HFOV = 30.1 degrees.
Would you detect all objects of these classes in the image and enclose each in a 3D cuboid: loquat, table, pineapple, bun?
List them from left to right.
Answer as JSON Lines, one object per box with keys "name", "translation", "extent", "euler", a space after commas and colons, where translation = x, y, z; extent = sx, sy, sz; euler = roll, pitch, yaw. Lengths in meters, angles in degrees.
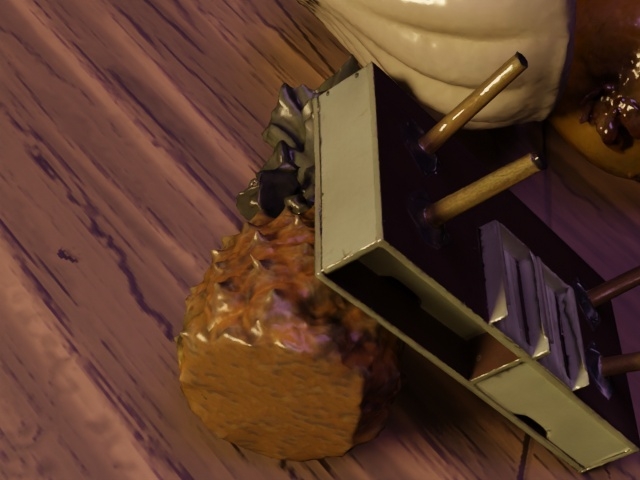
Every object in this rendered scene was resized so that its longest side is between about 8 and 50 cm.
{"name": "pineapple", "translation": [-0.001, -0.001, 0.679], "extent": [0.128, 0.128, 0.248], "euler": [15, 46, -2]}
{"name": "bun", "translation": [0.049, -0.191, 0.775], "extent": [0.175, 0.263, 0.263], "euler": [-10, 52, -2]}
{"name": "table", "translation": [0.113, 0.007, 0.623], "extent": [0.240, 0.111, 0.121], "euler": [37, 37, -37]}
{"name": "loquat", "translation": [0.221, -0.114, 0.818], "extent": [0.163, 0.137, 0.163], "euler": [29, 43, -31]}
